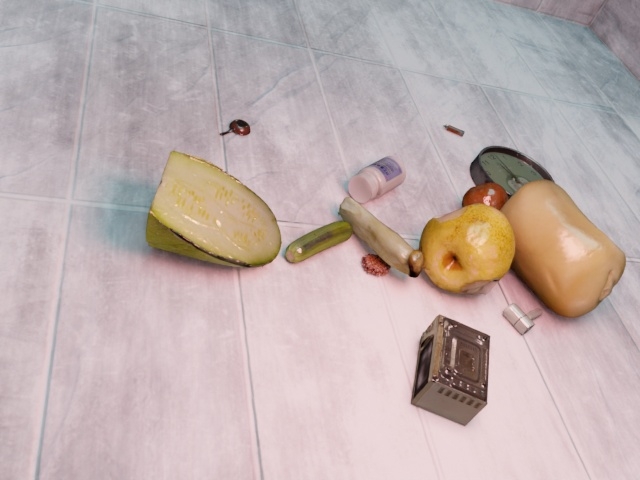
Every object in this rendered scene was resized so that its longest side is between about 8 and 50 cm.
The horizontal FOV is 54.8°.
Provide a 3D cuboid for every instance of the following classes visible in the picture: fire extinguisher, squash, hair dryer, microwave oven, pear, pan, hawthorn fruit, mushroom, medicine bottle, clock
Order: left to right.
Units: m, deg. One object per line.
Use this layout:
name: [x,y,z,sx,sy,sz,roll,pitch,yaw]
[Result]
squash: [-0.236,-0.048,1.491,0.309,0.210,0.233,14,55,-6]
pan: [-0.264,-0.348,1.912,0.068,0.023,0.115,43,45,18]
squash: [0.000,0.000,1.658,0.229,0.066,0.066,-26,62,-39]
medicine bottle: [0.174,-0.187,1.897,0.103,0.102,0.187,42,45,18]
mushroom: [0.163,-0.005,1.687,0.081,0.100,0.312,-37,55,-17]
microwave oven: [0.313,0.299,1.455,0.163,0.129,0.205,21,43,-3]
fire extinguisher: [0.506,-0.421,2.349,0.083,0.022,0.028,22,4,-2]
pear: [0.404,0.015,1.693,0.271,0.271,0.271,13,43,-13]
hawthorn fruit: [0.544,-0.106,1.961,0.189,0.149,0.149,42,45,18]
clock: [0.688,-0.217,2.197,0.319,0.066,0.318,13,43,-12]
hair dryer: [0.580,0.209,1.736,0.137,0.047,0.082,-12,53,-41]

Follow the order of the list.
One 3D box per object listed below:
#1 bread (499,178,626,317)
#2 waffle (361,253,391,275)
bread: [0.679,0.031,1.782,0.376,0.253,0.348,54,5,27]
waffle: [0.151,0.065,1.685,0.083,0.029,0.075,8,35,-16]
